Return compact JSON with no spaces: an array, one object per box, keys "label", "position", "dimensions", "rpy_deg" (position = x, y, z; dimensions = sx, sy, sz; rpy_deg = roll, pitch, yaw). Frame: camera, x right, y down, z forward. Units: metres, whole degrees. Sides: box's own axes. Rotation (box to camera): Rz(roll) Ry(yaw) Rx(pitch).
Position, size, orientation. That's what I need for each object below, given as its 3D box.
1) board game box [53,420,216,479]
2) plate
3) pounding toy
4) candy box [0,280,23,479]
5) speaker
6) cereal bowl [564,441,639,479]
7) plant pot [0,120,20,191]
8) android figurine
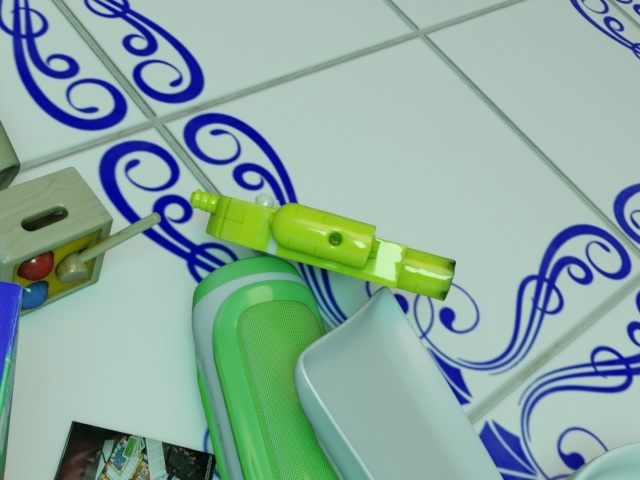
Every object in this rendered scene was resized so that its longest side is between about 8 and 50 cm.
[{"label":"board game box","position":[-0.172,0.281,0.661],"dimensions":[0.136,0.030,0.260],"rpy_deg":[19,49,-13]},{"label":"plate","position":[0.082,0.192,0.728],"dimensions":[0.278,0.045,0.277],"rpy_deg":[59,19,2]},{"label":"pounding toy","position":[-0.245,0.005,0.773],"dimensions":[0.141,0.130,0.100],"rpy_deg":[-27,69,-37]},{"label":"candy box","position":[-0.260,0.211,0.483],"dimensions":[0.122,0.317,0.268],"rpy_deg":[10,52,-19]},{"label":"speaker","position":[-0.033,0.165,0.749],"dimensions":[0.131,0.131,0.297],"rpy_deg":[-3,56,-26]},{"label":"cereal bowl","position":[0.319,0.363,0.741],"dimensions":[0.338,0.141,0.339],"rpy_deg":[12,50,-15]},{"label":"plant pot","position":[-0.417,-0.127,0.747],"dimensions":[0.274,0.256,0.256],"rpy_deg":[46,48,-7]},{"label":"android figurine","position":[0.000,0.000,0.845],"dimensions":[0.272,0.248,0.056],"rpy_deg":[17,90,5]}]
